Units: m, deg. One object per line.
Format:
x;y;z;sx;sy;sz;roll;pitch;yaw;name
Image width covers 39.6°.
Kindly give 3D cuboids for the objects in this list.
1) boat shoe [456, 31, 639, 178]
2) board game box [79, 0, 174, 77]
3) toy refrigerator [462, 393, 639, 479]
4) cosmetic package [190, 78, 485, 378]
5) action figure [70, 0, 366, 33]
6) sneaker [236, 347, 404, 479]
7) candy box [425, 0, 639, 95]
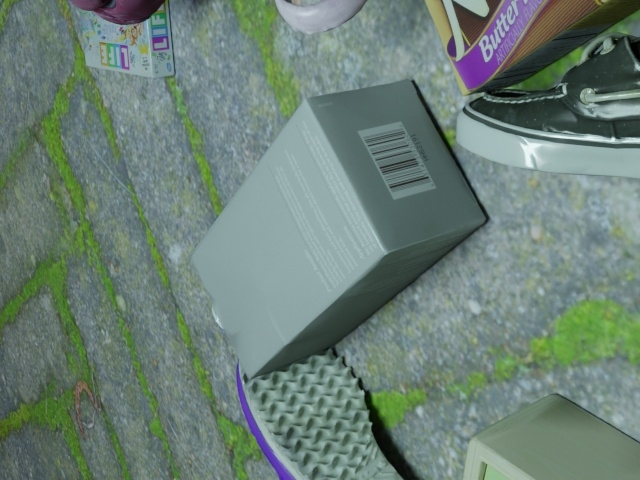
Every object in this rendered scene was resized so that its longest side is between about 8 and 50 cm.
0.166;-0.071;0.457;0.219;0.078;0.070;11;113;42;boat shoe
-0.205;-0.228;0.923;0.154;0.026;0.103;19;118;48;board game box
0.143;0.250;0.590;0.102;0.094;0.269;31;127;43;toy refrigerator
0.000;0.000;0.680;0.127;0.107;0.238;63;146;14;cosmetic package
-0.109;-0.258;0.695;0.275;0.248;0.370;50;145;-13;action figure
0.004;0.220;0.756;0.293;0.102;0.146;54;141;25;sneaker
0.132;-0.168;0.478;0.187;0.053;0.109;-28;80;52;candy box
